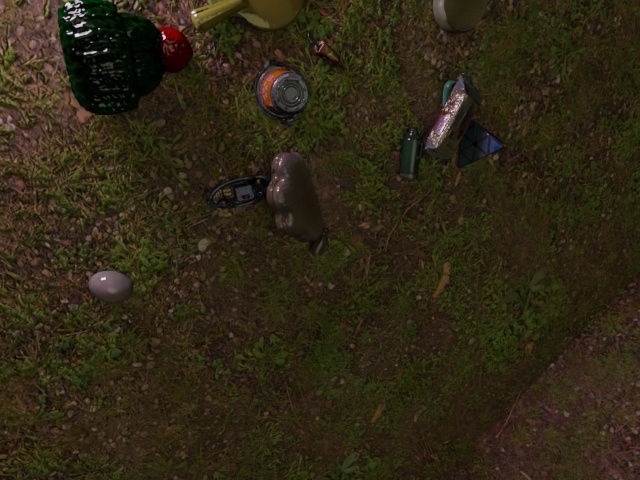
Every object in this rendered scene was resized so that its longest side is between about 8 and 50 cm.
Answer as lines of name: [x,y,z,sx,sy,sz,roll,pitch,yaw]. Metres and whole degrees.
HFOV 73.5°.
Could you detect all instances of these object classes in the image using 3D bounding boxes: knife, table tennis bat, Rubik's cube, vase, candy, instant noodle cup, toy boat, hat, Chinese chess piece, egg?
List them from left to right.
egg: [-0.678,0.150,1.389,0.135,0.103,0.103,23,101,-26]
hat: [-0.497,-0.488,1.145,0.332,0.242,0.274,-18,129,-28]
toy boat: [-0.270,-0.156,1.431,0.223,0.097,0.100,-18,113,-15]
table tennis bat: [-0.210,-0.711,1.263,0.369,0.054,0.224,-33,120,-11]
instant noodle cup: [-0.107,-0.466,1.354,0.178,0.125,0.208,-39,119,-4]
vase: [0.000,0.000,1.625,0.053,0.053,0.100,19,98,-27]
candy: [0.019,-0.608,1.391,0.182,0.053,0.046,33,103,-27]
knife: [0.484,-0.476,1.641,0.063,0.035,0.260,-16,123,-30]
Chinese chess piece: [0.479,-0.815,1.473,0.189,0.083,0.188,-8,116,-17]
Rubik's cube: [0.627,-0.392,1.645,0.211,0.178,0.190,-41,116,-4]

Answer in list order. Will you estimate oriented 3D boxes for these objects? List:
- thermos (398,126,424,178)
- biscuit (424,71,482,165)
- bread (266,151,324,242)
thermos: [0.341,-0.328,1.610,0.073,0.083,0.187,2,109,1]
biscuit: [0.493,-0.445,1.591,0.186,0.079,0.309,14,108,-51]
bread: [-0.097,-0.127,1.469,0.183,0.102,0.337,-44,126,-41]
